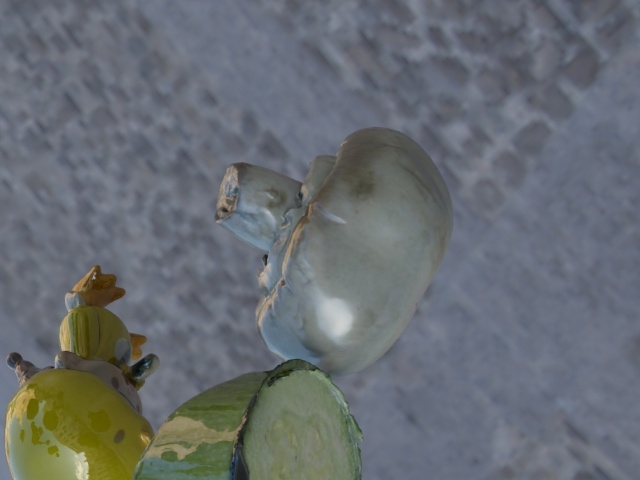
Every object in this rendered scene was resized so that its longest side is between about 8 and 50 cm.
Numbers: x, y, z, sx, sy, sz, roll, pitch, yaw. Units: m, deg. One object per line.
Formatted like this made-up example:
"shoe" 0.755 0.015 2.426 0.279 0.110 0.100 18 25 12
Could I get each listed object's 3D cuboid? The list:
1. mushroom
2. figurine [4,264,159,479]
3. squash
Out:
"mushroom" 0.000 0.000 1.830 0.234 0.260 0.254 29 133 -2
"figurine" -0.281 0.198 2.250 0.187 0.343 0.215 -29 118 19
"squash" -0.055 0.220 1.701 0.133 0.220 0.220 -1 127 40
